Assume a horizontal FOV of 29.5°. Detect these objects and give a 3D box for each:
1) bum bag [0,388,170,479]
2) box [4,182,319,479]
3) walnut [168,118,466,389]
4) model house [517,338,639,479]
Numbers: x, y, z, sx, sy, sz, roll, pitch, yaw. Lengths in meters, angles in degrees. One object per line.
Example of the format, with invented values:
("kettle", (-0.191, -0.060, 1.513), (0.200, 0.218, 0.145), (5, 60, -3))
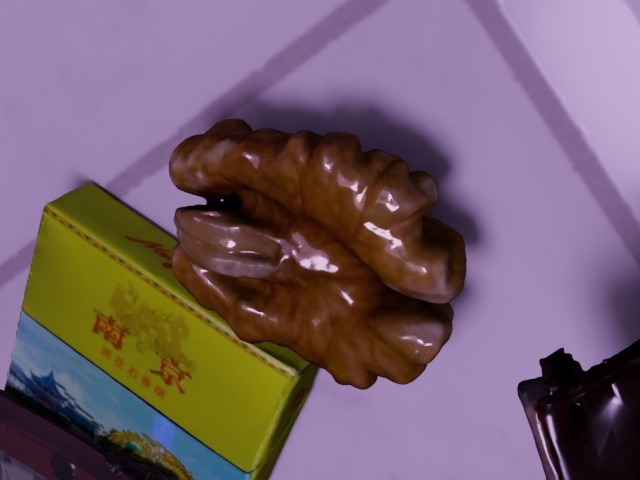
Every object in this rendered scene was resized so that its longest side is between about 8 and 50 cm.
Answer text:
("bum bag", (-0.159, 0.166, 0.792), (0.159, 0.026, 0.109), (25, 125, 27))
("box", (-0.129, 0.143, 0.802), (0.187, 0.047, 0.335), (34, 127, 15))
("walnut", (0.000, 0.000, 0.630), (0.170, 0.069, 0.143), (21, 125, 24))
("model house", (0.176, 0.105, 0.513), (0.141, 0.164, 0.203), (-12, 109, 42))
